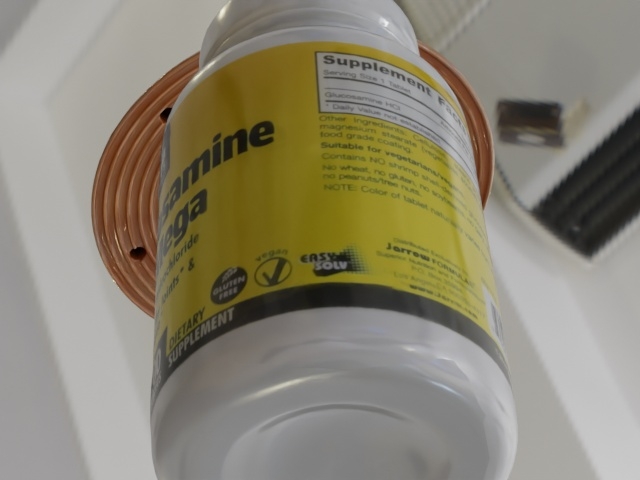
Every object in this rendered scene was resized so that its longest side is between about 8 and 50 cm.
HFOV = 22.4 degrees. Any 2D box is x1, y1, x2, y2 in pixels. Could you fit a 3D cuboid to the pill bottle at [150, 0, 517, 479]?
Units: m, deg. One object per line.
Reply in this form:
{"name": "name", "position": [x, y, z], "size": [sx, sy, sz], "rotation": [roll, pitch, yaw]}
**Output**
{"name": "pill bottle", "position": [0.000, 0.000, 0.922], "size": [0.188, 0.188, 0.334], "rotation": [-46, -149, 34]}

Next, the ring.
{"name": "ring", "position": [-0.021, -0.043, 1.331], "size": [0.336, 0.337, 0.032], "rotation": [-55, -148, 27]}
